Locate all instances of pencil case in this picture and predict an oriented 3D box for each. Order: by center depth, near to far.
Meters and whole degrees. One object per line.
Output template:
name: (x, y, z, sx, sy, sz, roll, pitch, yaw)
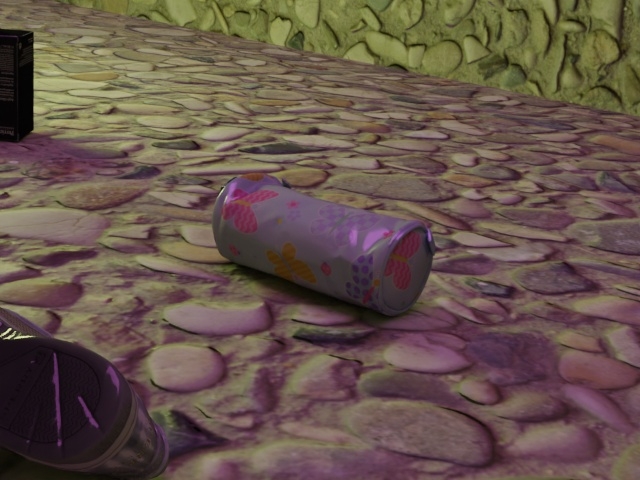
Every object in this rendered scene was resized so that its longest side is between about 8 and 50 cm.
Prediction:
pencil case: (0.000, 0.000, 1.224, 0.273, 0.113, 0.124, 19, 45, 34)

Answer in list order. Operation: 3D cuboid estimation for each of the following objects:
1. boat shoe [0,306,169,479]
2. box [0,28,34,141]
boat shoe: (-0.261, 0.115, 0.835, 0.320, 0.103, 0.118, 13, 64, 32)
box: (-0.643, -0.282, 1.791, 0.261, 0.184, 0.103, 6, 16, 0)
